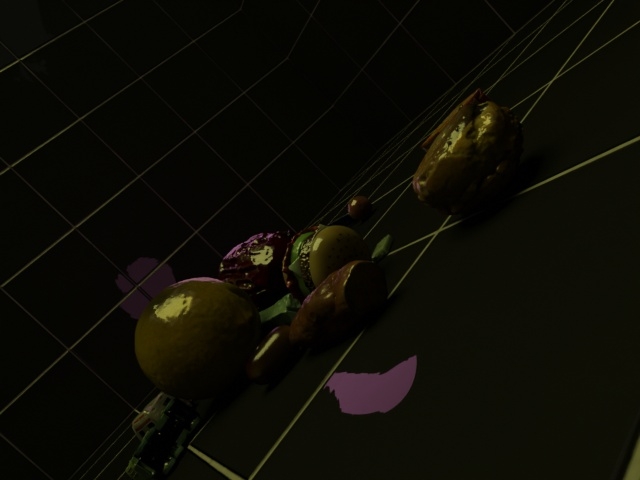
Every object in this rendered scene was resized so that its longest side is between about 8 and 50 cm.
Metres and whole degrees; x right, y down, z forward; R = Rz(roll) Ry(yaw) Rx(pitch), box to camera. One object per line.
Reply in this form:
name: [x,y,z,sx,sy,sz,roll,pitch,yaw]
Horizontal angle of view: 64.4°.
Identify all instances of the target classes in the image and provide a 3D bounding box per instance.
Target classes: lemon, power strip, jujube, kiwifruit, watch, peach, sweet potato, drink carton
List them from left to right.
lemon: [-0.281,0.228,1.189,0.297,0.297,0.297,-44,6,6]
jujube: [-0.145,0.095,1.425,0.258,0.258,0.377,-47,21,-22]
kiwifruit: [-0.086,0.213,0.949,0.124,0.075,0.075,-52,8,-19]
watch: [0.008,-0.009,1.880,0.276,0.068,0.274,-44,6,1]
sweet potato: [0.015,0.118,0.829,0.251,0.097,0.097,-45,4,41]
peach: [0.128,-0.105,1.645,0.083,0.083,0.083,-44,6,6]
power strip: [0.131,0.017,1.073,0.040,0.016,0.090,-43,5,27]
drink carton: [0.381,-0.318,1.411,0.223,0.071,0.096,-48,5,-26]

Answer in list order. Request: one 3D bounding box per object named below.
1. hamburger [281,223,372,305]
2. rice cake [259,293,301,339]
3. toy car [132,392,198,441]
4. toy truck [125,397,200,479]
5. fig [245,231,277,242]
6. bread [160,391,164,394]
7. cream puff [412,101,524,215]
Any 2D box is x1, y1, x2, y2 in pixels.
hamburger: [0.023,0.046,0.964,0.137,0.175,0.175,-14,29,53]
rice cake: [-0.121,0.202,1.267,0.336,0.066,0.063,-37,30,59]
toy car: [-0.404,0.451,1.329,0.089,0.108,0.209,-44,5,10]
toy truck: [-0.345,0.444,1.099,0.116,0.085,0.191,-52,5,23]
fig: [-0.179,0.103,1.706,0.263,0.224,0.224,-62,-3,27]
bread: [-0.439,0.469,1.578,0.124,0.084,0.344,-41,6,30]
cream puff: [0.231,-0.119,0.772,0.189,0.129,0.189,-54,4,6]
